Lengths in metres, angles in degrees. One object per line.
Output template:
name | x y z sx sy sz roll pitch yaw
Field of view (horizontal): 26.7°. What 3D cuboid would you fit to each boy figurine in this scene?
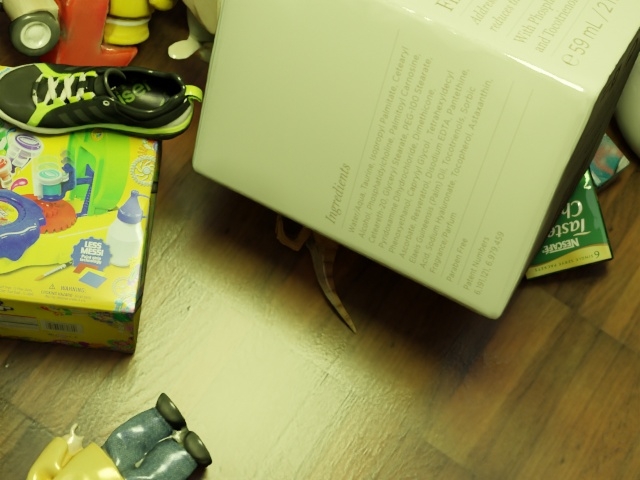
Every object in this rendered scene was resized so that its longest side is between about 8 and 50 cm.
boy figurine | -0.256 0.300 1.510 0.285 0.092 0.177 -37 80 -16

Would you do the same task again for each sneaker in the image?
sneaker | -0.248 -0.170 1.484 0.234 0.097 0.084 2 69 -7

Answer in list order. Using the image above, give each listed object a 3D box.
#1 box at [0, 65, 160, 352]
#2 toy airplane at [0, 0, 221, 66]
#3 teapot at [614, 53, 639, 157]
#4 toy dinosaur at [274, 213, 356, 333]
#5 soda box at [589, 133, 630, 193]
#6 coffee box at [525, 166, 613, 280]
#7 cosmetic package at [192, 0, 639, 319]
box | -0.342 -0.038 1.571 0.289 0.177 0.279 6 69 -5
toy airplane | -0.206 -0.380 1.621 0.272 0.384 0.386 12 73 -38
teapot | 0.499 -0.195 1.691 0.256 0.187 0.253 18 90 -8
toy dinosaur | 0.000 0.000 1.660 0.112 0.064 0.212 7 71 -6
soda box | 0.316 -0.144 1.749 0.058 0.063 0.183 -35 79 -15
coffee box | 0.291 -0.051 1.689 0.113 0.040 0.184 -14 84 13
cosmetic package | 0.121 -0.193 1.483 0.393 0.327 0.329 26 44 11
